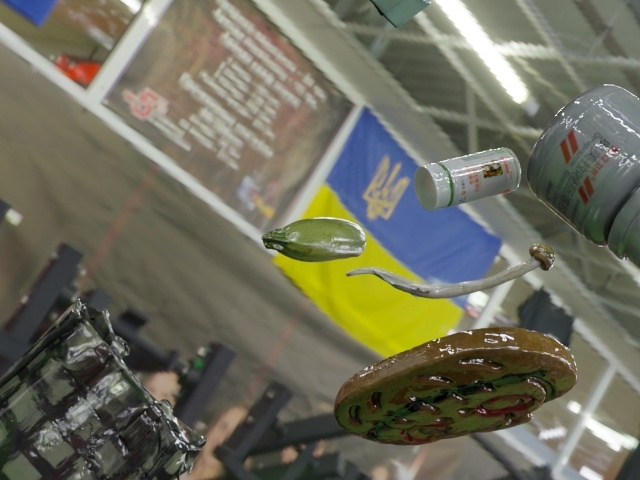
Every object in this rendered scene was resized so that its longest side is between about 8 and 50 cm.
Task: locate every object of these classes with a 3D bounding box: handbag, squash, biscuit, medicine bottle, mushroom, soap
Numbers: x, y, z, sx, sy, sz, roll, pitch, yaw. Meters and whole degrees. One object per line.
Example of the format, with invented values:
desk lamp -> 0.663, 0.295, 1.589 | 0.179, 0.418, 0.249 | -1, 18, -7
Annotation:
handbag -> -0.390, 0.318, 1.697 | 0.325, 0.327, 0.162 | 48, 10, 12
squash -> 0.000, 0.000, 2.048 | 0.094, 0.094, 0.341 | 26, 12, 28
biscuit -> 0.210, 0.238, 1.622 | 0.367, 0.063, 0.314 | -28, -40, 31
medicine bottle -> 0.272, -0.113, 1.978 | 0.086, 0.183, 0.086 | 47, -35, 50
medicine bottle -> 0.539, -0.096, 1.854 | 0.306, 0.245, 0.245 | 44, -3, 28
mushroom -> 0.193, 0.053, 1.582 | 0.306, 0.068, 0.043 | -9, 5, 2
soap -> 0.103, -0.508, 1.957 | 0.230, 0.091, 0.145 | 47, 25, -21
